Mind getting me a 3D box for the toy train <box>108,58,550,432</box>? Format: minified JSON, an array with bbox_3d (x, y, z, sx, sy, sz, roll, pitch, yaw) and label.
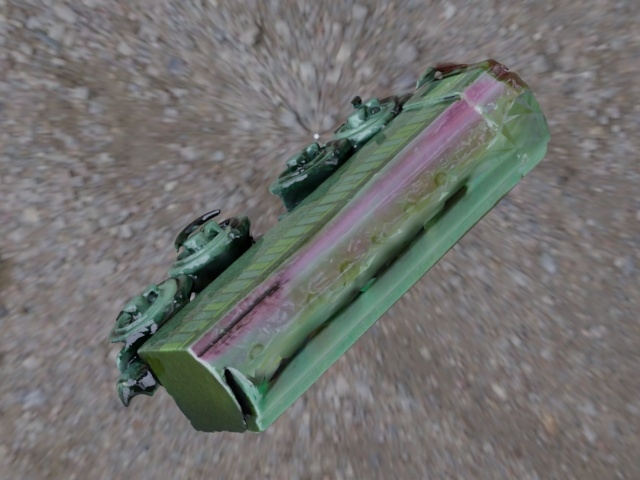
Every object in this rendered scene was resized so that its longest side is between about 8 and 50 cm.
[{"bbox_3d":[0.000,0.000,0.535,0.148,0.071,0.038,-43,116,-27],"label":"toy train"}]
